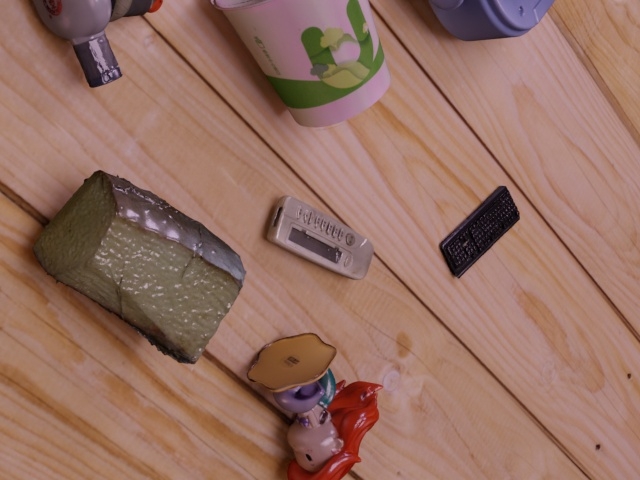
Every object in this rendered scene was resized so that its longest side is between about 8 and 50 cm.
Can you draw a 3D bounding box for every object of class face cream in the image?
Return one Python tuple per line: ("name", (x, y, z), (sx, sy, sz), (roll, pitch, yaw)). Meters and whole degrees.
("face cream", (-0.368, -0.365, 1.522), (0.071, 0.144, 0.291), (-39, 118, -42))

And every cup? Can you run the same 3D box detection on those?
("cup", (-0.018, -0.349, 1.760), (0.253, 0.253, 0.274), (-46, 128, -28))

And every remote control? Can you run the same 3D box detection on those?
("remote control", (0.001, 0.000, 1.900), (0.230, 0.049, 0.090), (28, 76, -37))

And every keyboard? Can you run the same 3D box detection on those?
("keyboard", (0.336, -0.018, 2.192), (0.230, 0.025, 0.093), (-42, 114, -30))

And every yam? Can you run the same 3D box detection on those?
("yam", (-0.277, 0.030, 1.583), (0.271, 0.201, 0.202), (35, 91, -39))

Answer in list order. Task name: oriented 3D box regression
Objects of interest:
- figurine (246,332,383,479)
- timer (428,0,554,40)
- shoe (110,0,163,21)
("figurine", (0.003, 0.303, 1.847), (0.208, 0.181, 0.257), (-64, 140, -54))
("timer", (0.305, -0.563, 2.026), (0.395, 0.173, 0.395), (-5, 97, -53))
("shoe", (-0.263, -0.493, 1.590), (0.171, 0.132, 0.336), (-6, 110, -49))
